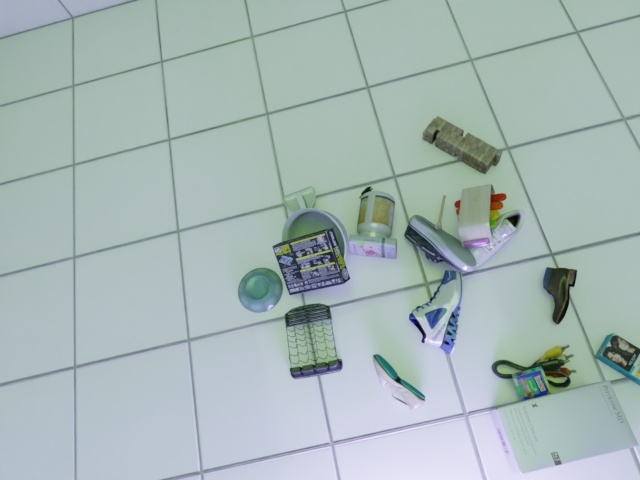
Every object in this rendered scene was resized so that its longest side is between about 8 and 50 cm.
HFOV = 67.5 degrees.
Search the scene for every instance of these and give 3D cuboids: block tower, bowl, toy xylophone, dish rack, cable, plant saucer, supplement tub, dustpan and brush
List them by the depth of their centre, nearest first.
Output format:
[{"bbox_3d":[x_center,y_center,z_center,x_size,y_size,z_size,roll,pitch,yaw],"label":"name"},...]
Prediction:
[{"bbox_3d":[0.774,0.470,1.730,0.287,0.072,0.140,-15,84,16],"label":"cable"},{"bbox_3d":[-0.035,0.386,1.866,0.208,0.074,0.272,-11,66,3],"label":"dish rack"},{"bbox_3d":[0.588,-0.109,1.886,0.236,0.081,0.323,-2,44,35],"label":"toy xylophone"},{"bbox_3d":[0.000,0.000,1.941,0.297,0.134,0.298,10,110,29],"label":"bowl"},{"bbox_3d":[0.225,-0.086,1.963,0.144,0.144,0.200,6,70,11],"label":"supplement tub"},{"bbox_3d":[-0.254,0.200,1.987,0.194,0.037,0.195,-3,68,8],"label":"plant saucer"},{"bbox_3d":[0.603,-0.410,2.058,0.335,0.091,0.097,34,78,19],"label":"block tower"},{"bbox_3d":[-0.073,-0.140,2.075,0.147,0.060,0.211,-21,67,1],"label":"dustpan and brush"}]

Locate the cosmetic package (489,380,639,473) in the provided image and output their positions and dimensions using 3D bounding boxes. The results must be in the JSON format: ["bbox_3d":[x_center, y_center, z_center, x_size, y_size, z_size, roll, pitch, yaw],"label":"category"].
[{"bbox_3d":[0.797,0.622,1.598,0.384,0.156,0.217,-17,66,3],"label":"cosmetic package"}]

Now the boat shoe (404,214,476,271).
[{"bbox_3d":[0.466,0.032,1.886,0.335,0.121,0.119,47,127,38],"label":"boat shoe"}]

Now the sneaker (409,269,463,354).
[{"bbox_3d":[0.432,0.256,1.810,0.182,0.127,0.316,9,72,10],"label":"sneaker"}]

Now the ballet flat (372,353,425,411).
[{"bbox_3d":[0.270,0.528,1.763,0.248,0.086,0.086,40,80,19],"label":"ballet flat"}]

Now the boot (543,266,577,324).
[{"bbox_3d":[0.882,0.202,1.804,0.106,0.082,0.219,15,75,37],"label":"boot"}]

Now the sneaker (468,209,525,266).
[{"bbox_3d":[0.668,-0.018,1.862,0.305,0.152,0.114,-43,80,-7],"label":"sneaker"}]

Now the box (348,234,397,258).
[{"bbox_3d":[0.212,0.026,1.923,0.186,0.145,0.038,7,69,11],"label":"box"}]

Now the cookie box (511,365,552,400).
[{"bbox_3d":[0.742,0.503,1.684,0.107,0.040,0.092,-22,92,16],"label":"cookie box"}]

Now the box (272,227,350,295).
[{"bbox_3d":[-0.039,0.086,1.875,0.270,0.060,0.216,-16,96,33],"label":"box"}]

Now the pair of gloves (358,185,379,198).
[{"bbox_3d":[0.217,-0.194,2.078,0.083,0.010,0.074,35,79,22],"label":"pair of gloves"}]

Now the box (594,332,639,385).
[{"bbox_3d":[1.107,0.437,1.672,0.244,0.060,0.100,34,77,19],"label":"box"}]
